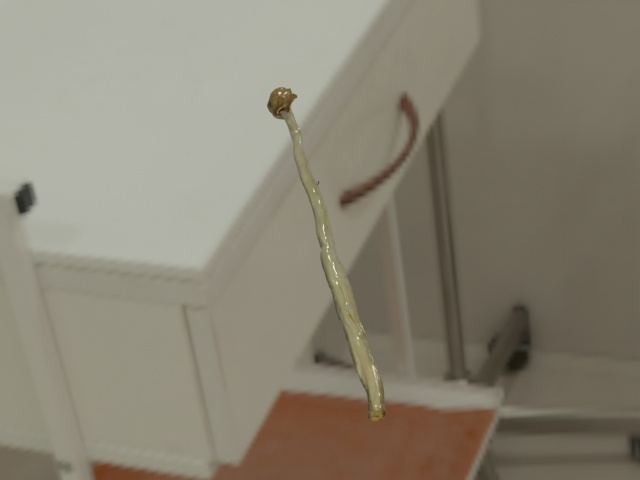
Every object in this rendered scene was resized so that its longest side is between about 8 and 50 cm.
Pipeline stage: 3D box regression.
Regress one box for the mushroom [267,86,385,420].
[{"bbox_3d":[0.005,0.002,1.044,0.028,0.026,0.286,18,41,-37],"label":"mushroom"}]
